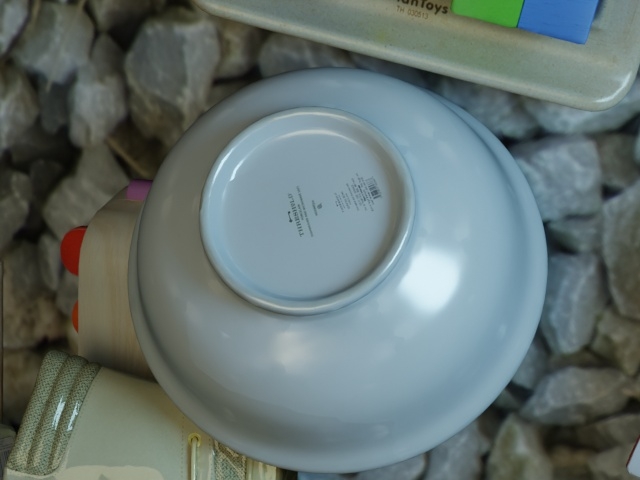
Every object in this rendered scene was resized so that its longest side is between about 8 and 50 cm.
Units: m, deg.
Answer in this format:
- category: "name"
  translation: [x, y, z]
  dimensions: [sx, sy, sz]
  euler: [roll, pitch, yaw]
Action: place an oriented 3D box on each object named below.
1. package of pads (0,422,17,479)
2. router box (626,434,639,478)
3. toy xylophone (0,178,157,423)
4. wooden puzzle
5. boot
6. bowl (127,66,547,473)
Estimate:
- category: "package of pads"
  translation: [-0.402, 0.181, 1.502]
  dimensions: [0.296, 0.229, 0.101]
  euler: [8, 104, 42]
- category: "router box"
  translation: [0.413, 0.089, 1.280]
  dimensions: [0.335, 0.082, 0.301]
  euler: [27, 109, 15]
- category: "toy xylophone"
  translation: [-0.141, 0.109, 1.508]
  dimensions: [0.236, 0.081, 0.323]
  euler: [15, 106, 18]
- category: "wooden puzzle"
  translation: [0.084, -0.267, 1.270]
  dimensions: [0.322, 0.080, 0.348]
  euler: [15, 120, 5]
- category: "boot"
  translation: [-0.130, 0.219, 1.419]
  dimensions: [0.203, 0.095, 0.262]
  euler: [10, 98, 10]
- category: "bowl"
  translation: [0.000, 0.000, 1.329]
  dimensions: [0.298, 0.134, 0.298]
  euler: [-3, 72, 9]
